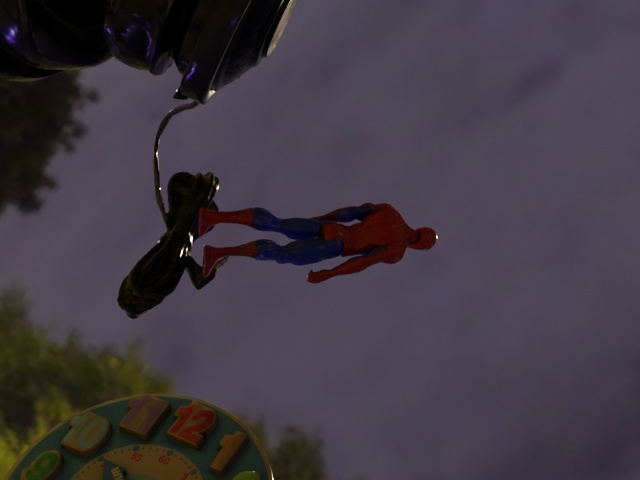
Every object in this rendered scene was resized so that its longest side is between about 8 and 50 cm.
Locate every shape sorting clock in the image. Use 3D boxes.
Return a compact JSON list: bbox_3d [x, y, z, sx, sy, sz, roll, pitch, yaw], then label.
[{"bbox_3d":[-0.134,0.188,1.010,0.206,0.040,0.206,-5,-139,4],"label":"shape sorting clock"}]

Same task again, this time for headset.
[{"bbox_3d":[-0.129,-0.134,0.851,0.243,0.394,0.185,9,-128,22],"label":"headset"}]

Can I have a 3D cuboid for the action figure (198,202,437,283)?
[{"bbox_3d":[0.000,0.000,0.687,0.030,0.115,0.038,100,-16,-50],"label":"action figure"}]
